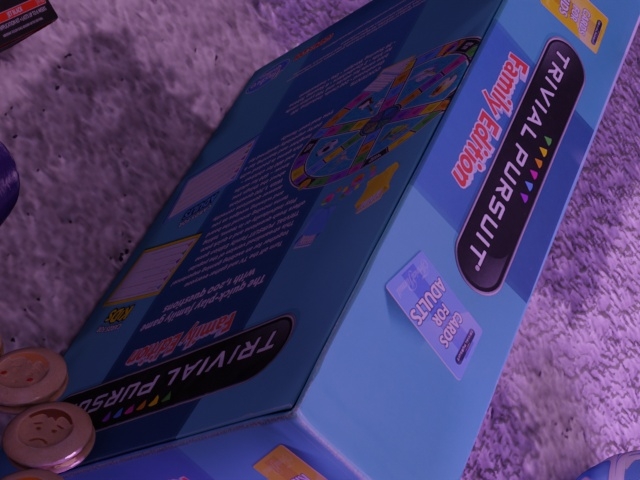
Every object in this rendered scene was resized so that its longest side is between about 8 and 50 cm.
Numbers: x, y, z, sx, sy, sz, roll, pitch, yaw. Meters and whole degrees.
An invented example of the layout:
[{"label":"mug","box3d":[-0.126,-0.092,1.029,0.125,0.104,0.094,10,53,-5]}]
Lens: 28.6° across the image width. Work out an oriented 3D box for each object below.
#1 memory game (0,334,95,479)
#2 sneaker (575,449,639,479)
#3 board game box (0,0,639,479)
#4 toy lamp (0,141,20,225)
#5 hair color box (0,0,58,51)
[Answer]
[{"label":"memory game","box3d":[-0.182,0.089,0.497,0.186,0.186,0.012,-43,141,-42]},{"label":"sneaker","box3d":[0.213,0.256,0.810,0.086,0.085,0.237,-4,77,-13]},{"label":"board game box","box3d":[0.000,0.000,0.611,0.079,0.254,0.336,45,50,-20]},{"label":"toy lamp","box3d":[-0.221,0.015,0.511,0.080,0.080,0.275,57,30,-6]},{"label":"hair color box","box3d":[-0.198,-0.157,0.630,0.141,0.043,0.072,60,26,-13]}]
